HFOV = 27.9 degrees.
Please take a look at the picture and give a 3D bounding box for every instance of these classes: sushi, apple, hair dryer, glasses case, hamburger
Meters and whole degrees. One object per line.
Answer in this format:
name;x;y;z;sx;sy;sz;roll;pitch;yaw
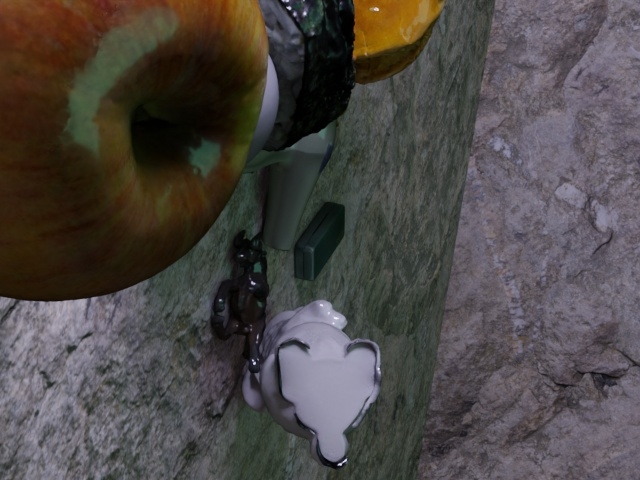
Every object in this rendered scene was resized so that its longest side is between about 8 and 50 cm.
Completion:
sushi;-0.047;-0.278;1.795;0.171;0.211;0.350;-39;155;-27
apple;-0.244;-0.145;1.160;0.400;0.333;0.400;-36;139;-39
hair dryer;-0.081;-0.090;2.118;0.298;0.119;0.296;-42;146;-38
glasses case;0.000;0.000;2.480;0.184;0.039;0.078;-55;151;-53
hamburger;0.061;-0.410;1.997;0.170;0.290;0.314;55;46;-71

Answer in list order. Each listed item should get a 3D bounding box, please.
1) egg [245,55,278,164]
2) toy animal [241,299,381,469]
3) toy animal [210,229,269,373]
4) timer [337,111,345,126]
egg;-0.141;-0.183;1.679;0.232;0.176;0.176;84;24;-48
toy animal;-0.029;0.224;2.171;0.357;0.194;0.258;-174;-83;-74
toy animal;-0.114;0.106;2.106;0.148;0.084;0.233;-47;141;-62
timer;0.002;-0.259;2.212;0.107;0.107;0.109;49;57;-69
